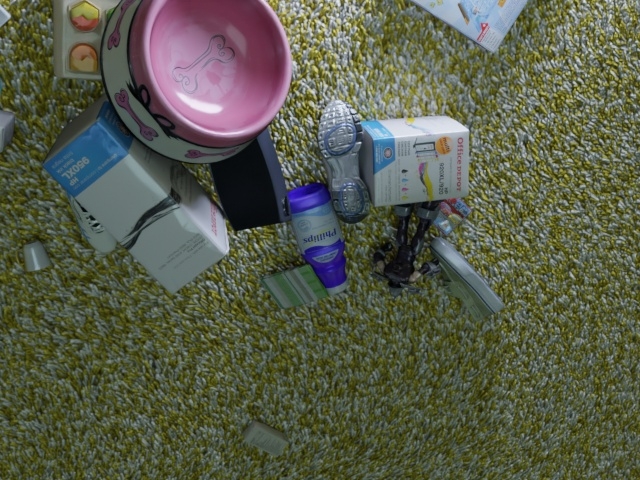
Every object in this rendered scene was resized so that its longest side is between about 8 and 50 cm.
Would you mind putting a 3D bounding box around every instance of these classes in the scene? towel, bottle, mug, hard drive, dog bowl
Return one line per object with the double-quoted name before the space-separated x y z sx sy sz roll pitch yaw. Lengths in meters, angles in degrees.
"towel" -0.066 0.117 2.003 0.152 0.023 0.113 -17 121 29
"bottle" 0.000 0.000 1.963 0.118 0.092 0.283 -18 114 0
"mug" -0.689 0.036 1.871 0.078 0.062 0.064 -14 106 -12
"hard drive" -0.176 -0.146 1.855 0.172 0.054 0.254 -9 109 18
"dog bowl" -0.238 -0.368 1.636 0.408 0.150 0.408 1 88 -33

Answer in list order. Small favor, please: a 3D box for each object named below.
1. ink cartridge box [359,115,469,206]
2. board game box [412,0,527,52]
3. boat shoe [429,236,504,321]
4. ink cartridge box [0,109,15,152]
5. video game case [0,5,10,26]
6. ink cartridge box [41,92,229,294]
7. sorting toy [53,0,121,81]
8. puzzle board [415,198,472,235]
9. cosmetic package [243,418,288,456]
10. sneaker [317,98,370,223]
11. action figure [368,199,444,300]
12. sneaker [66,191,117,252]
"ink cartridge box" 0.221 -0.194 1.883 0.233 0.168 0.171 -6 112 -9
"board game box" 0.350 -0.645 1.778 0.318 0.066 0.318 27 105 -20
"boat shoe" 0.373 0.112 2.074 0.094 0.109 0.302 -41 116 9
"ink cartridge box" -0.811 -0.234 1.626 0.296 0.261 0.066 9 111 -14
"video game case" -0.812 -0.490 1.650 0.206 0.026 0.227 -40 114 7
"ink cartridge box" -0.394 -0.112 1.739 0.166 0.285 0.395 -37 113 8
"sorting toy" -0.479 -0.444 1.723 0.208 0.038 0.193 3 112 -11
"puzzle board" 0.320 -0.081 2.034 0.128 0.011 0.096 40 100 -22
"cosmetic package" -0.153 0.551 2.190 0.115 0.041 0.060 34 103 -21
"sneaker" 0.047 -0.189 1.891 0.111 0.129 0.297 -5 95 -6
"action figure" 0.224 0.019 1.980 0.185 0.099 0.285 17 98 21
"sneaker" -0.541 -0.070 1.840 0.085 0.086 0.237 -17 115 -5
